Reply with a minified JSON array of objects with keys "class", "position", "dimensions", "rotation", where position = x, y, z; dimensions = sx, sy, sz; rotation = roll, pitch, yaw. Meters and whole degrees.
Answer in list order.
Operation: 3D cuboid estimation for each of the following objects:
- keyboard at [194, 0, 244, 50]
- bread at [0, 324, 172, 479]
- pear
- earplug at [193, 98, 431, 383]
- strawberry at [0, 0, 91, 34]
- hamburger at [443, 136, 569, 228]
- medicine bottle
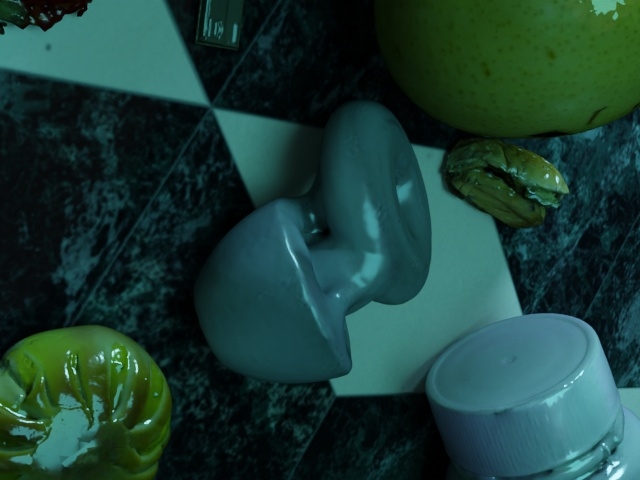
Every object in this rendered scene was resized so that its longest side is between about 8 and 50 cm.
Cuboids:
[{"class":"keyboard","position":[-0.091,-0.249,0.943],"dimensions":[0.049,0.015,0.129],"rotation":[0,100,-42]},{"class":"bread","position":[-0.229,0.180,0.885],"dimensions":[0.213,0.104,0.214],"rotation":[-13,111,-36]},{"class":"pear","position":[0.216,-0.265,0.969],"dimensions":[0.348,0.348,0.349],"rotation":[-10,106,-35]},{"class":"earplug","position":[0.009,0.002,0.994],"dimensions":[0.325,0.175,0.214],"rotation":[-50,131,-28]},{"class":"strawberry","position":[-0.205,-0.276,0.791],"dimensions":[0.175,0.106,0.236],"rotation":[29,82,-38]},{"class":"hamburger","position":[0.240,-0.073,1.182],"dimensions":[0.176,0.102,0.087],"rotation":[29,70,-38]},{"class":"medicine bottle","position":[0.275,0.276,1.192],"dimensions":[0.256,0.256,0.325],"rotation":[-31,111,-28]}]
